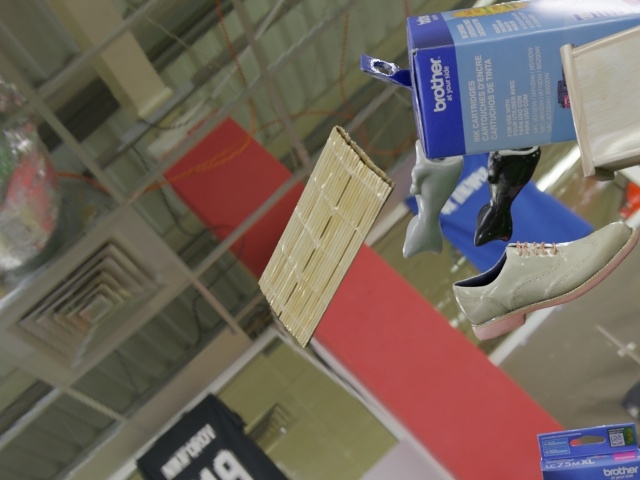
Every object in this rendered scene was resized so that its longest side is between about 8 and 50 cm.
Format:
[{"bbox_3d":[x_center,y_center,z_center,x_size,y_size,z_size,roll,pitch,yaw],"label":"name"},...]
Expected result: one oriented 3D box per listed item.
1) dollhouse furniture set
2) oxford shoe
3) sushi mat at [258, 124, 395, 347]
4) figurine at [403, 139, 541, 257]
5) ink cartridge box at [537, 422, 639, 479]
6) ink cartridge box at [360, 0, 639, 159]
[{"bbox_3d":[0.379,-0.134,0.819,0.174,0.303,0.356,-14,-11,37],"label":"dollhouse furniture set"},{"bbox_3d":[0.458,0.058,1.823,0.397,0.146,0.140,-33,7,16],"label":"oxford shoe"},{"bbox_3d":[0.000,0.000,1.295,0.019,0.151,0.316,-5,-45,-40],"label":"sushi mat"},{"bbox_3d":[0.232,-0.064,1.423,0.215,0.092,0.209,-10,-49,-15],"label":"figurine"},{"bbox_3d":[0.514,0.500,1.624,0.186,0.311,0.065,-10,3,14],"label":"ink cartridge box"},{"bbox_3d":[0.255,-0.224,1.163,0.270,0.396,0.151,-82,-18,-68],"label":"ink cartridge box"}]
